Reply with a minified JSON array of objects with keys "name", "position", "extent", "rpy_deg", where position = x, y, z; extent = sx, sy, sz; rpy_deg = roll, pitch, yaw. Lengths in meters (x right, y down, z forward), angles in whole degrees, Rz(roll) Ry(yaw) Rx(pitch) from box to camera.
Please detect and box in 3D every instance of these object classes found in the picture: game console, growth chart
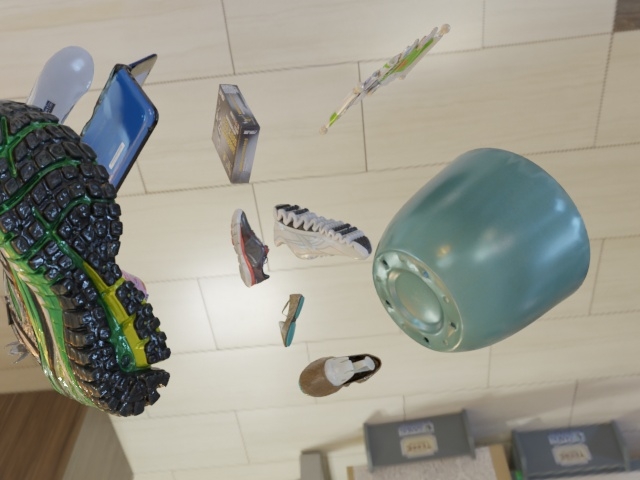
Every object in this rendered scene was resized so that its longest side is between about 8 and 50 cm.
[{"name":"game console","position":[-0.446,-0.258,1.445],"extent":[0.250,0.173,0.293],"rpy_deg":[52,121,20]},{"name":"growth chart","position":[0.108,-0.274,1.035],"extent":[0.021,0.237,0.172],"rpy_deg":[51,154,0]}]

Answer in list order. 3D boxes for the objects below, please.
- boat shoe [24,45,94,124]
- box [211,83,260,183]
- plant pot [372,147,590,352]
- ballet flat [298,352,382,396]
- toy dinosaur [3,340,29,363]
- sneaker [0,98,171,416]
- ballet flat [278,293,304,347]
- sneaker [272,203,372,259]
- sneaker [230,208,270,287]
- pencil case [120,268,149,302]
[{"name":"boat shoe","position":[-0.560,-0.280,1.283],"extent":[0.096,0.268,0.088],"rpy_deg":[28,164,-38]},{"name":"box","position":[-0.240,-0.298,1.717],"extent":[0.056,0.231,0.183],"rpy_deg":[-3,133,-25]},{"name":"plant pot","position":[0.224,0.035,0.973],"extent":[0.235,0.293,0.293],"rpy_deg":[-32,129,-28]},{"name":"ballet flat","position":[0.078,0.398,1.895],"extent":[0.124,0.116,0.342],"rpy_deg":[-32,157,33]},{"name":"toy dinosaur","position":[-0.505,0.219,1.359],"extent":[0.313,0.121,0.160],"rpy_deg":[17,153,-31]},{"name":"sneaker","position":[-0.285,0.028,0.636],"extent":[0.146,0.134,0.344],"rpy_deg":[-5,107,31]},{"name":"ballet flat","position":[-0.118,0.294,2.316],"extent":[0.067,0.206,0.073],"rpy_deg":[13,163,18]},{"name":"sneaker","position":[0.000,0.000,1.558],"extent":[0.292,0.110,0.118],"rpy_deg":[22,108,30]},{"name":"sneaker","position":[-0.137,0.011,1.234],"extent":[0.064,0.061,0.158],"rpy_deg":[-13,98,-20]},{"name":"pencil case","position":[-0.531,0.119,1.516],"extent":[0.124,0.124,0.284],"rpy_deg":[-10,165,5]}]
